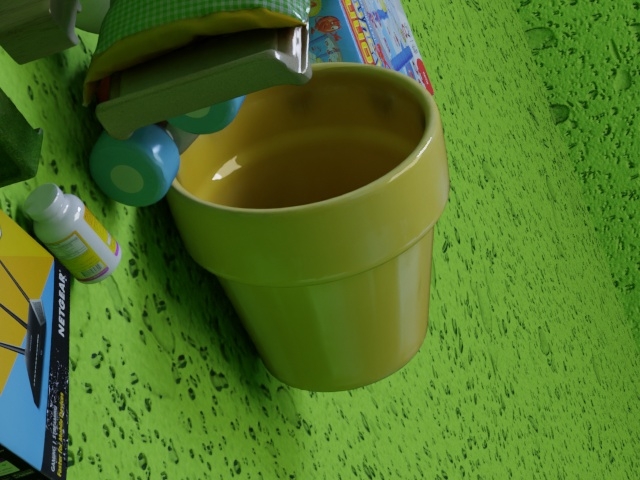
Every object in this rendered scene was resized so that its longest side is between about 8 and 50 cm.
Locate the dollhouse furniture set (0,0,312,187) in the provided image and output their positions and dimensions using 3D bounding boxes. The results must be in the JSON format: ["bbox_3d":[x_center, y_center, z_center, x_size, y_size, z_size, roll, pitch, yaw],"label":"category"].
[{"bbox_3d":[-0.163,-0.174,1.116,0.151,0.302,0.197,55,26,-46],"label":"dollhouse furniture set"}]

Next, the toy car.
[{"bbox_3d":[-0.165,-0.197,1.409,0.238,0.210,0.219,36,43,-12],"label":"toy car"}]

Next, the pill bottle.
[{"bbox_3d":[-0.190,-0.006,1.286,0.083,0.043,0.043,54,24,-42],"label":"pill bottle"}]

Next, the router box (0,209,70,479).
[{"bbox_3d":[-0.220,0.067,1.121,0.133,0.046,0.179,48,28,-48],"label":"router box"}]

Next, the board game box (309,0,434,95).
[{"bbox_3d":[0.023,-0.294,2.123,0.308,0.086,0.302,69,18,-5],"label":"board game box"}]

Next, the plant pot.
[{"bbox_3d":[0.000,0.000,1.549,0.254,0.254,0.239,-82,163,-55],"label":"plant pot"}]
